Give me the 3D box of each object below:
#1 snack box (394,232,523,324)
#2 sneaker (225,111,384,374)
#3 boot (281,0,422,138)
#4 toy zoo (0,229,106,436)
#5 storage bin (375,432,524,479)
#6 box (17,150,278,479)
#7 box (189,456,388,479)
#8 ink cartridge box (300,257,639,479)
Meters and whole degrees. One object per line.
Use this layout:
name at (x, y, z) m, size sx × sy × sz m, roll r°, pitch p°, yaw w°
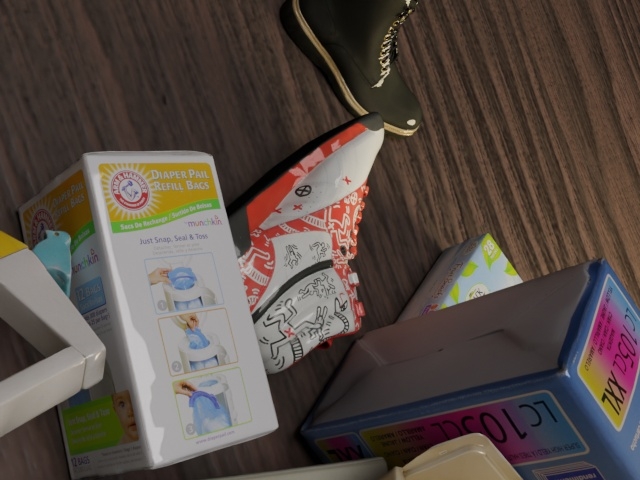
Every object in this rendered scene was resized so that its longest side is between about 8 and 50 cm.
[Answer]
snack box at (0.177, 0.126, 0.873) m, size 0.207 × 0.070 × 0.174 m, roll 51°, pitch 46°, yaw -12°
sneaker at (-0.001, 0.001, 0.745) m, size 0.270 × 0.090 × 0.145 m, roll -44°, pitch 105°, yaw -41°
boot at (0.070, -0.198, 0.860) m, size 0.198 × 0.137 × 0.076 m, roll 40°, pitch 50°, yaw -26°
toy zoo at (-0.255, 0.055, 0.440) m, size 0.192 × 0.030 × 0.293 m, roll 34°, pitch 38°, yaw 23°
storage bin at (0.130, 0.284, 0.492) m, size 0.260 × 0.123 × 0.262 m, roll 50°, pitch 13°, yaw -10°
box at (-0.124, 0.051, 0.586) m, size 0.103 × 0.114 × 0.203 m, roll -6°, pitch 78°, yaw -44°
box at (-0.071, 0.219, 0.581) m, size 0.275 × 0.094 × 0.113 m, roll 9°, pitch 68°, yaw -42°
ink cartridge box at (0.210, 0.238, 0.712) m, size 0.395 × 0.270 × 0.151 m, roll 52°, pitch 44°, yaw -14°
